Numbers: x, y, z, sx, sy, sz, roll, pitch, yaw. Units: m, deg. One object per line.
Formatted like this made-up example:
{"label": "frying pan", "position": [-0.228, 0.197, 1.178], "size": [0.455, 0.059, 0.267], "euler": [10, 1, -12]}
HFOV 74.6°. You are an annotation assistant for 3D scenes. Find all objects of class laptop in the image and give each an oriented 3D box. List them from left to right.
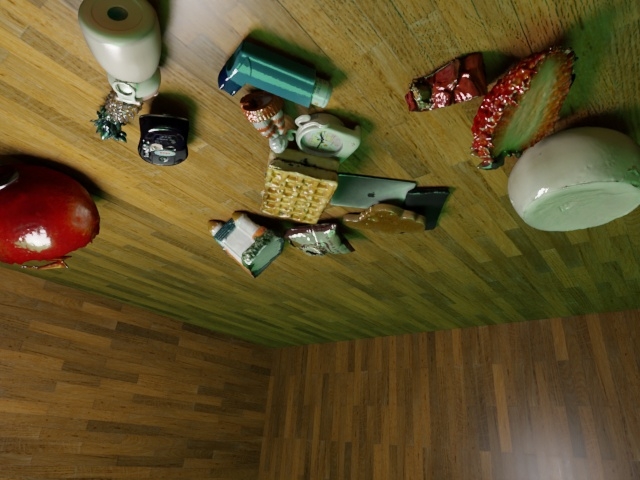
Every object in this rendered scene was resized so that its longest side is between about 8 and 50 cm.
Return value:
{"label": "laptop", "position": [0.175, -0.162, 1.451], "size": [0.268, 0.015, 0.188], "euler": [6, 153, -3]}

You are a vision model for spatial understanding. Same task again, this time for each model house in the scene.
{"label": "model house", "position": [-0.319, -0.016, 1.707], "size": [0.300, 0.190, 0.271], "euler": [37, 166, 8]}

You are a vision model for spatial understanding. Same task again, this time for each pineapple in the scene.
{"label": "pineapple", "position": [-0.536, -0.342, 1.128], "size": [0.103, 0.083, 0.221], "euler": [22, 149, -38]}

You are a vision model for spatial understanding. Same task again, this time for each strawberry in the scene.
{"label": "strawberry", "position": [0.456, -0.326, 0.960], "size": [0.233, 0.138, 0.307], "euler": [-21, 145, -19]}

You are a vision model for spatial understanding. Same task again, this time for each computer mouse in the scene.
{"label": "computer mouse", "position": [-0.439, -0.294, 1.181], "size": [0.137, 0.097, 0.233], "euler": [-4, 164, -28]}

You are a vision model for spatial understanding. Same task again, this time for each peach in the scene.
{"label": "peach", "position": [-0.988, -0.095, 1.424], "size": [0.405, 0.335, 0.310], "euler": [6, 133, 6]}

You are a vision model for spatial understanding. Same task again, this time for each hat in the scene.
{"label": "hat", "position": [-0.133, -0.305, 1.102], "size": [0.112, 0.094, 0.162], "euler": [-6, 144, 17]}

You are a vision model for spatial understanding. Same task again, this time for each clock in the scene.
{"label": "clock", "position": [0.005, -0.289, 1.168], "size": [0.190, 0.062, 0.151], "euler": [18, 152, -24]}

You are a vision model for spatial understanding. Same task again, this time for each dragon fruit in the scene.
{"label": "dragon fruit", "position": [0.290, -0.367, 0.988], "size": [0.192, 0.122, 0.093], "euler": [-9, 112, 32]}

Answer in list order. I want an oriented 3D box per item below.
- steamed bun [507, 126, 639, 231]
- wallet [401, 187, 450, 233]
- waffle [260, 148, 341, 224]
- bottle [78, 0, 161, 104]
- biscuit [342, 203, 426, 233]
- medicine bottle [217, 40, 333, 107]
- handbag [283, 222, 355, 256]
{"label": "steamed bun", "position": [0.680, -0.171, 1.135], "size": [0.323, 0.207, 0.324], "euler": [4, 157, 2]}
{"label": "wallet", "position": [0.364, -0.103, 1.511], "size": [0.145, 0.030, 0.285], "euler": [-2, 153, 2]}
{"label": "waffle", "position": [-0.076, -0.160, 1.301], "size": [0.212, 0.091, 0.308], "euler": [13, 156, -8]}
{"label": "bottle", "position": [-0.418, -0.403, 0.923], "size": [0.147, 0.148, 0.236], "euler": [9, 158, -9]}
{"label": "biscuit", "position": [0.224, -0.077, 1.530], "size": [0.319, 0.047, 0.183], "euler": [-5, 148, 40]}
{"label": "medicine bottle", "position": [-0.104, -0.377, 0.990], "size": [0.258, 0.079, 0.124], "euler": [13, 147, -19]}
{"label": "handbag", "position": [0.000, 0.000, 1.682], "size": [0.234, 0.128, 0.213], "euler": [-6, 154, 25]}
